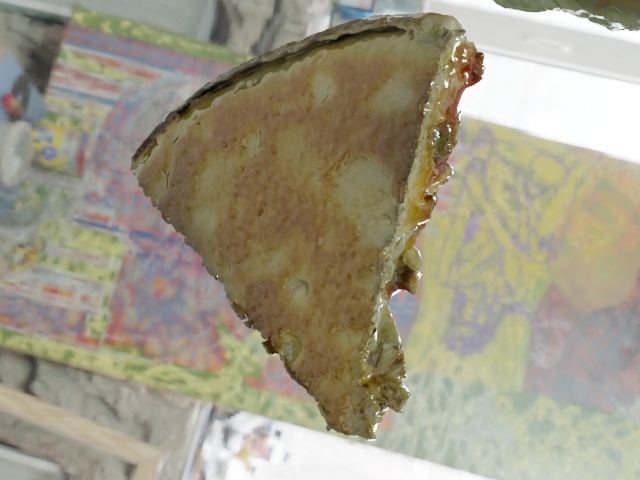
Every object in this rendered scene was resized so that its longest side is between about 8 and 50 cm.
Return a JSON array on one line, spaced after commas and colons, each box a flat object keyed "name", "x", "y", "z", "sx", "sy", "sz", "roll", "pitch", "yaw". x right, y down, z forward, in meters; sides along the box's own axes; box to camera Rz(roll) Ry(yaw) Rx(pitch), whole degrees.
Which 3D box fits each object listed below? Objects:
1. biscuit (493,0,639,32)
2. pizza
[{"name": "biscuit", "x": 0.132, "y": -0.247, "z": 0.730, "sx": 0.078, "sy": 0.335, "sz": 0.329, "roll": 94, "pitch": -19, "yaw": -80}, {"name": "pizza", "x": 0.000, "y": 0.000, "z": 1.208, "sx": 0.130, "sy": 0.440, "sz": 0.406, "roll": 1, "pitch": 75, "yaw": -50}]
